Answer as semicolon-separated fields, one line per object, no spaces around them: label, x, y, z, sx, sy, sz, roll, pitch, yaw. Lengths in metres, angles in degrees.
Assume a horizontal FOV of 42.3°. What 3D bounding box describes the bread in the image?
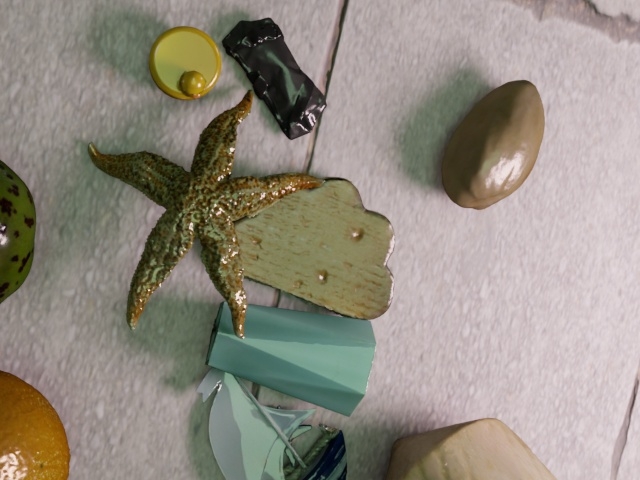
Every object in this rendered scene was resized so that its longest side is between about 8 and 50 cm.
bread;0.000;0.000;1.280;0.286;0.056;0.207;26;88;-12

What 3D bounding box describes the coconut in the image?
coconut;0.218;0.410;1.252;0.328;0.329;0.329;-1;94;-13

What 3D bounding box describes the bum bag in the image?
bum bag;-0.065;-0.249;1.254;0.087;0.049;0.198;-35;101;-4

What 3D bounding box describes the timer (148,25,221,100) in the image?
timer;-0.194;-0.254;1.192;0.107;0.109;0.107;-1;93;-13

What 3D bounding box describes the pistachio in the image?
pistachio;0.276;-0.149;1.305;0.135;0.136;0.226;32;80;-13

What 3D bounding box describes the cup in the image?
cup;-0.048;0.162;1.248;0.235;0.148;0.134;17;107;-8

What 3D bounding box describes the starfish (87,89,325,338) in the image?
starfish;-0.154;-0.040;1.186;0.347;0.078;0.358;-25;78;-13

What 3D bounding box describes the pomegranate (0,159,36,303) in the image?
pomegranate;-0.490;0.000;1.070;0.254;0.270;0.254;-16;124;-26

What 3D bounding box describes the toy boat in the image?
toy boat;-0.066;0.312;1.283;0.210;0.070;0.292;-15;91;-19

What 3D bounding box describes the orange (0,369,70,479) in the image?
orange;-0.474;0.297;1.088;0.274;0.274;0.275;-1;94;-13
